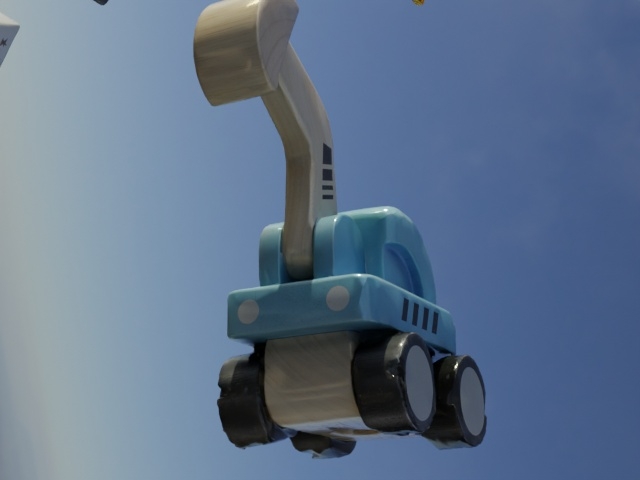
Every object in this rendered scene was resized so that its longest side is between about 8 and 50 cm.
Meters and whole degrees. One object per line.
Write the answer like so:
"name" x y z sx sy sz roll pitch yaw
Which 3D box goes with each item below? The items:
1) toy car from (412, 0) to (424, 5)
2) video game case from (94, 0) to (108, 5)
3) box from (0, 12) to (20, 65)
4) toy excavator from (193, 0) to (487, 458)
"toy car" 0.096 -0.321 1.436 0.040 0.060 0.122 44 32 -42
"video game case" -0.155 -0.322 0.923 0.196 0.026 0.274 -47 -137 11
"box" -0.537 -0.226 1.239 0.215 0.345 0.168 -60 170 13
"toy excavator" 0.000 0.000 1.293 0.433 0.222 0.444 28 56 -58
